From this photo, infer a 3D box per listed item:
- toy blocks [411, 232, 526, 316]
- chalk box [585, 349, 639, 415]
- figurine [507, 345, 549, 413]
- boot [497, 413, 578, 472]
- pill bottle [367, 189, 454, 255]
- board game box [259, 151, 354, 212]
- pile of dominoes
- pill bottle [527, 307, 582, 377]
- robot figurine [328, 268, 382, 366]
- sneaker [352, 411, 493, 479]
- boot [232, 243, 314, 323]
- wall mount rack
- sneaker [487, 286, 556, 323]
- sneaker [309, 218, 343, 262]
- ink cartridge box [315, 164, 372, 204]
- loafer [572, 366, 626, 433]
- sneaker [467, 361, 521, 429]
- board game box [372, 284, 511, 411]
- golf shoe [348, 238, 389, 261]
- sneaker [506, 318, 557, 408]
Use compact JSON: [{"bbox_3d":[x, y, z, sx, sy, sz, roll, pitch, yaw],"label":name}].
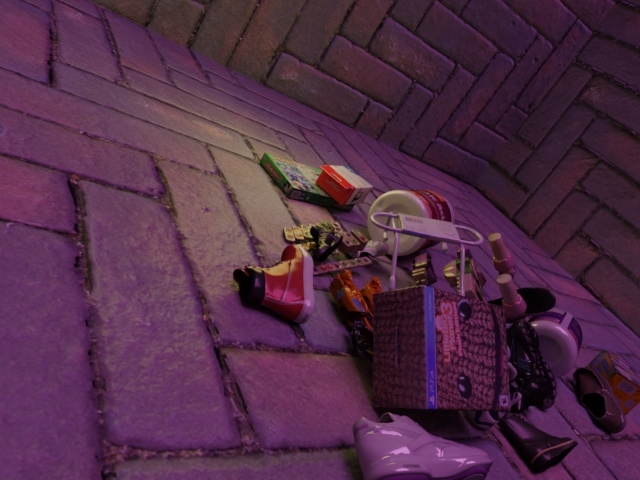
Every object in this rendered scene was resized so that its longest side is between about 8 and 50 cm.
[{"bbox_3d":[0.478,0.181,1.658,0.260,0.308,0.289,61,24,-26],"label":"toy blocks"},{"bbox_3d":[1.014,0.486,1.838,0.132,0.132,0.213,35,21,4],"label":"chalk box"},{"bbox_3d":[0.476,0.356,1.384,0.209,0.092,0.215,6,34,-53],"label":"figurine"},{"bbox_3d":[0.526,0.468,1.268,0.197,0.077,0.137,12,26,-45],"label":"boot"},{"bbox_3d":[0.345,-0.074,1.909,0.224,0.224,0.392,42,24,19],"label":"pill bottle"},{"bbox_3d":[-0.042,-0.203,1.869,0.317,0.046,0.213,10,32,-46],"label":"board game box"},{"bbox_3d":[0.023,0.004,1.479,0.251,0.040,0.196,-8,45,-43],"label":"pile of dominoes"},{"bbox_3d":[0.760,0.327,1.734,0.181,0.182,0.322,43,23,21],"label":"pill bottle"},{"bbox_3d":[0.138,0.198,1.249,0.211,0.085,0.291,15,29,-38],"label":"robot figurine"},{"bbox_3d":[0.187,0.368,0.927,0.305,0.114,0.152,19,28,-34],"label":"sneaker"},{"bbox_3d":[-0.109,0.066,1.177,0.176,0.088,0.244,24,28,-20],"label":"boot"},{"bbox_3d":[0.307,0.033,1.546,0.349,0.131,0.304,10,29,-4],"label":"wall mount rack"},{"bbox_3d":[0.675,0.218,1.752,0.144,0.270,0.090,10,65,-41],"label":"sneaker"},{"bbox_3d":[0.001,-0.002,1.427,0.089,0.051,0.170,31,34,15],"label":"sneaker"},{"bbox_3d":[0.076,-0.197,1.857,0.134,0.078,0.231,42,23,18],"label":"ink cartridge box"},{"bbox_3d":[0.877,0.492,1.676,0.087,0.094,0.251,32,22,-18],"label":"loafer"},{"bbox_3d":[0.389,0.308,1.252,0.094,0.153,0.235,34,25,-34],"label":"sneaker"},{"bbox_3d":[0.258,0.238,1.113,0.290,0.141,0.232,15,69,-38],"label":"board game box"},{"bbox_3d":[0.151,0.041,1.628,0.176,0.069,0.086,4,41,-35],"label":"golf shoe"},{"bbox_3d":[0.612,0.371,1.557,0.101,0.106,0.268,22,46,-32],"label":"sneaker"}]
